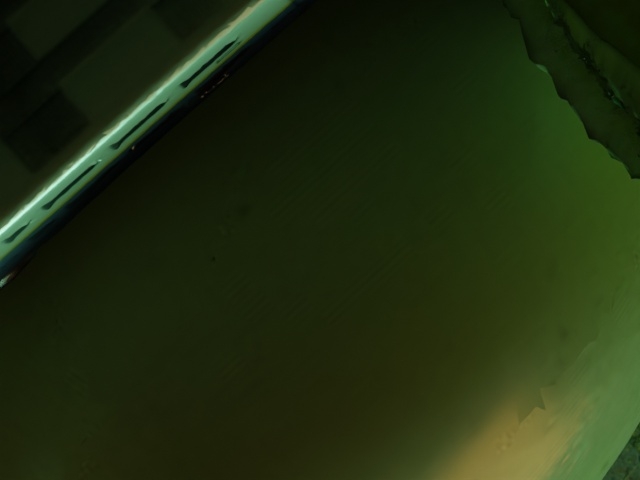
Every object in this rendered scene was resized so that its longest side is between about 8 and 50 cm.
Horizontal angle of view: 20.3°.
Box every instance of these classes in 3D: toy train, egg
[{"bbox_3d":[-0.020,-0.064,0.344,0.234,0.052,0.051,-41,179,5],"label":"toy train"},{"bbox_3d":[0.000,0.000,0.462,0.254,0.188,0.188,-49,-176,1],"label":"egg"}]

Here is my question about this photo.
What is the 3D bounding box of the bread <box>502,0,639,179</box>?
[{"bbox_3d":[0.179,-0.089,0.390,0.301,0.301,0.045,-42,158,-21],"label":"bread"}]
